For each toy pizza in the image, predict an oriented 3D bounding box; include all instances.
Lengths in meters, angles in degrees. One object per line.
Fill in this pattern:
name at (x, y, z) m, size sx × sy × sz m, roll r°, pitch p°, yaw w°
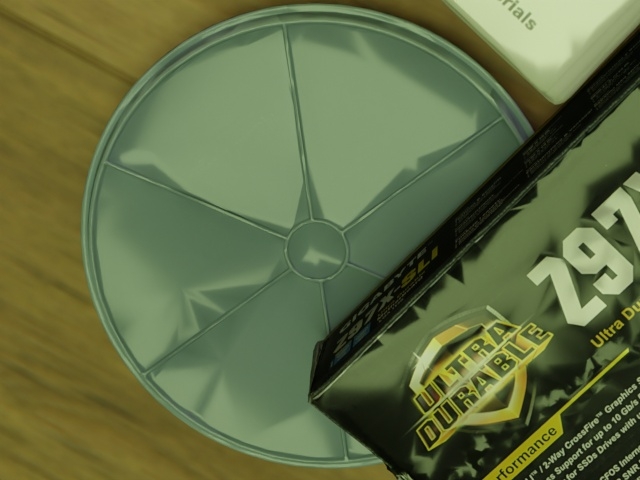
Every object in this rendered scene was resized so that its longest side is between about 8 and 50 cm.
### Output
toy pizza at (0.000, 0.000, 0.641) m, size 0.201 × 0.032 × 0.201 m, roll 2°, pitch 107°, yaw 6°

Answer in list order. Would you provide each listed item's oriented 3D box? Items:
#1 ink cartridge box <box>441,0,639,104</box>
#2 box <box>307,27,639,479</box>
ink cartridge box at (0.133, -0.190, 0.481) m, size 0.115 × 0.198 × 0.273 m, roll 43°, pitch 107°, yaw -2°
box at (0.196, 0.027, 0.576) m, size 0.257 × 0.079 × 0.322 m, roll 42°, pitch 105°, yaw -7°
